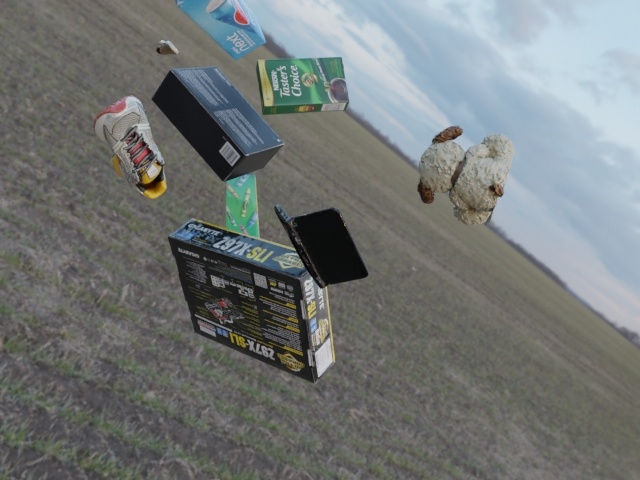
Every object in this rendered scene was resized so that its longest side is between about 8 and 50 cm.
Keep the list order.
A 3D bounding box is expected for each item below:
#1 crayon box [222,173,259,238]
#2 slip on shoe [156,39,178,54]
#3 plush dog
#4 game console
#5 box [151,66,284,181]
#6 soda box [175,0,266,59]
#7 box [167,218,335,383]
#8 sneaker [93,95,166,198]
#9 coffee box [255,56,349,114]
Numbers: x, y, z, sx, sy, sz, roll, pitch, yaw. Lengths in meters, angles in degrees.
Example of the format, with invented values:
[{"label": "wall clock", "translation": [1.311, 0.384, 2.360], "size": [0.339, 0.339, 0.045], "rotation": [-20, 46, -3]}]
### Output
[{"label": "crayon box", "translation": [-0.208, -0.021, 1.546], "size": [0.081, 0.165, 0.278], "rotation": [2, 48, -12]}, {"label": "slip on shoe", "translation": [-0.510, -0.632, 1.986], "size": [0.135, 0.041, 0.051], "rotation": [35, -10, 48]}, {"label": "plush dog", "translation": [0.366, -0.172, 1.573], "size": [0.225, 0.263, 0.210], "rotation": [21, 17, 9]}, {"label": "game console", "translation": [0.000, 0.000, 0.845], "size": [0.122, 0.071, 0.107], "rotation": [63, -6, -29]}, {"label": "box", "translation": [-0.237, -0.279, 1.415], "size": [0.261, 0.103, 0.184], "rotation": [49, 32, 4]}, {"label": "soda box", "translation": [-0.174, -0.398, 1.040], "size": [0.067, 0.071, 0.210], "rotation": [69, 14, 14]}, {"label": "box", "translation": [-0.134, 0.113, 1.168], "size": [0.322, 0.257, 0.079], "rotation": [15, 41, 30]}, {"label": "sneaker", "translation": [-0.298, -0.150, 0.991], "size": [0.093, 0.088, 0.225], "rotation": [44, -18, 17]}, {"label": "coffee box", "translation": [-0.038, -0.325, 1.258], "size": [0.040, 0.184, 0.113], "rotation": [122, -38, -71]}]
